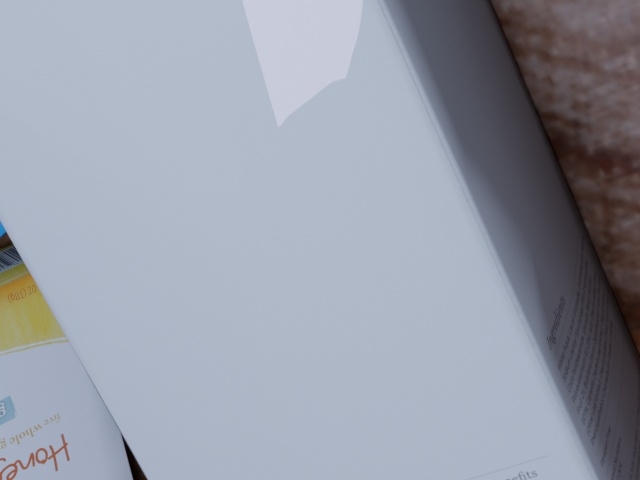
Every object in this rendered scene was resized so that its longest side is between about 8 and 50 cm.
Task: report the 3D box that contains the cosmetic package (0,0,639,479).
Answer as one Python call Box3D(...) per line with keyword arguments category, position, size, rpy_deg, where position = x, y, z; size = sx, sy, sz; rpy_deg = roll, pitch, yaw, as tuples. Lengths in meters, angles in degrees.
Box3D(category="cosmetic package", position=(0.000, 0.000, 0.742), size=(0.197, 0.155, 0.365), rpy_deg=(-16, 112, 22))

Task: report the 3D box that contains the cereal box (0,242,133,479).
Box3D(category="cereal box", position=(-0.179, 0.138, 0.866), size=(0.047, 0.173, 0.240), rpy_deg=(24, 133, 50))

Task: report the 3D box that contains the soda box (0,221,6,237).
Box3D(category="soda box", position=(-0.201, -0.097, 0.791), size=(0.067, 0.071, 0.210), rpy_deg=(-36, 105, 28))
